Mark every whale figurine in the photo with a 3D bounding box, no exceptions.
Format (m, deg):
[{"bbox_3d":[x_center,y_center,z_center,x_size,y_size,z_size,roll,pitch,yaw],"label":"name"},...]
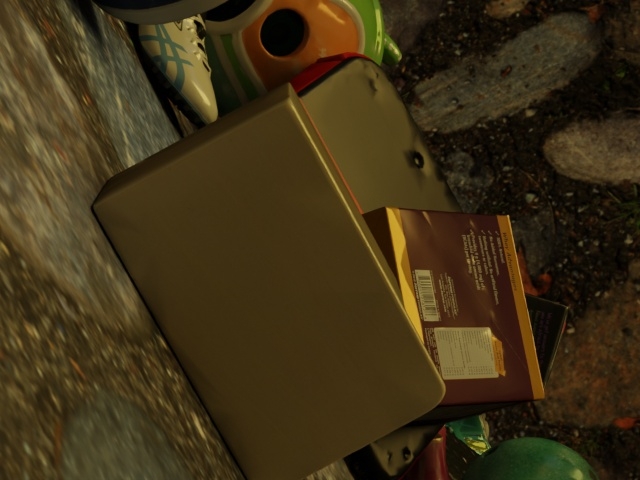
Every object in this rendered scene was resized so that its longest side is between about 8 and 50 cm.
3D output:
[{"bbox_3d":[0.205,0.309,1.910,0.141,0.216,0.272,60,32,0],"label":"whale figurine"}]

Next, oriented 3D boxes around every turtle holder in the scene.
[{"bbox_3d":[-0.074,-0.278,1.972,0.227,0.243,0.320,36,33,-60],"label":"turtle holder"}]

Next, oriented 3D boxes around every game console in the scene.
[{"bbox_3d":[0.044,0.019,1.795,0.342,0.060,0.386,-42,106,-48],"label":"game console"}]

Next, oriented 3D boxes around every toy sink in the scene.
[{"bbox_3d":[-0.032,0.030,1.219,0.234,0.153,0.131,60,4,-10],"label":"toy sink"}]

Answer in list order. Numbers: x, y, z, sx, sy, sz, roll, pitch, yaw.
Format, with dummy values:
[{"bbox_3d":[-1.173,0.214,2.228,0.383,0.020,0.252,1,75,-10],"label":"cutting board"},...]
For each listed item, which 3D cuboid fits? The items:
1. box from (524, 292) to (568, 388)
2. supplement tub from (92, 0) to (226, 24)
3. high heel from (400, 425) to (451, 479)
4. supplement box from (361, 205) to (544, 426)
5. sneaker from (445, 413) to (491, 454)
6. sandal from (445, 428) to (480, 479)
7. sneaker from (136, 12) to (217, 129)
[{"bbox_3d":[0.220,0.126,2.574,0.165,0.270,0.143,26,81,-82],"label":"box"},{"bbox_3d":[-0.173,-0.370,1.512,0.316,0.228,0.228,57,7,-44],"label":"supplement tub"},{"bbox_3d":[0.117,0.276,2.039,0.244,0.082,0.117,-179,-92,-82],"label":"high heel"},{"bbox_3d":[0.094,0.077,1.682,0.194,0.129,0.191,3,72,-48],"label":"supplement box"},{"bbox_3d":[0.198,0.304,2.509,0.275,0.107,0.110,61,17,11],"label":"sneaker"},{"bbox_3d":[0.210,0.374,2.321,0.446,0.107,0.167,43,16,-34],"label":"sandal"},{"bbox_3d":[-0.147,-0.215,1.797,0.237,0.086,0.085,67,5,33],"label":"sneaker"}]
